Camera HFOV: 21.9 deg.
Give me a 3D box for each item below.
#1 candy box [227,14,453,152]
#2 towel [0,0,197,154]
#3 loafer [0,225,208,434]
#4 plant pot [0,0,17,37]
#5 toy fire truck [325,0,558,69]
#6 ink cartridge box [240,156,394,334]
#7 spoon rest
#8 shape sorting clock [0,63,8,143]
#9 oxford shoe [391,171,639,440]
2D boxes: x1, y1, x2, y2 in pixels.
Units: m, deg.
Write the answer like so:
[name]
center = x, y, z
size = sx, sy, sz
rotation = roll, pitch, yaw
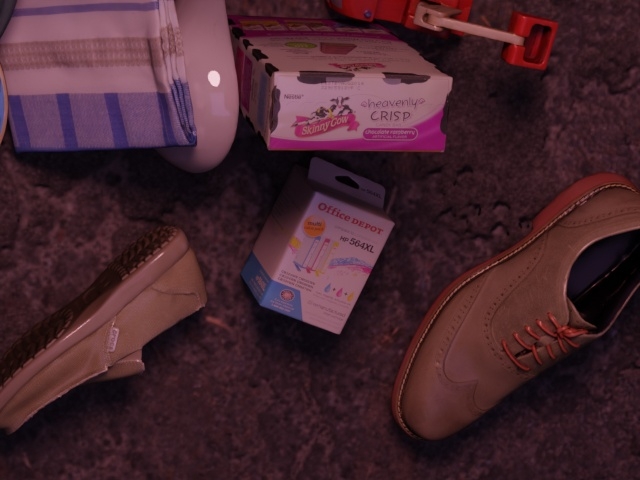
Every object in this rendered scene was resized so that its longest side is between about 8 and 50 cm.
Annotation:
[candy box]
center = 0.006, -0.143, 1.476
size = 0.159, 0.233, 0.071
rotation = 0, 109, -14
[towel]
center = -0.218, -0.210, 1.437
size = 0.209, 0.034, 0.285
rotation = 1, 113, 27
[loafer]
center = -0.214, 0.101, 1.577
size = 0.268, 0.102, 0.092
rotation = -40, 108, 1
[plant pot]
center = -0.400, -0.226, 1.321
size = 0.293, 0.196, 0.293
rotation = 0, 107, 1
[toy fire truck]
center = 0.109, -0.210, 1.533
size = 0.192, 0.135, 0.047
rotation = 9, 106, -18
[ink cartridge box]
center = 0.000, 0.000, 1.604
size = 0.092, 0.090, 0.143
rotation = 21, 103, -21
[spoon rest]
center = -0.126, -0.198, 1.492
size = 0.084, 0.137, 0.276
rotation = -16, 103, -38
[shape sorting clock]
center = -0.383, -0.124, 1.477
size = 0.206, 0.040, 0.206
rotation = -3, 108, -8
[oxford shoe]
center = 0.208, 0.078, 1.664
size = 0.123, 0.130, 0.348
rotation = 39, 96, -23
